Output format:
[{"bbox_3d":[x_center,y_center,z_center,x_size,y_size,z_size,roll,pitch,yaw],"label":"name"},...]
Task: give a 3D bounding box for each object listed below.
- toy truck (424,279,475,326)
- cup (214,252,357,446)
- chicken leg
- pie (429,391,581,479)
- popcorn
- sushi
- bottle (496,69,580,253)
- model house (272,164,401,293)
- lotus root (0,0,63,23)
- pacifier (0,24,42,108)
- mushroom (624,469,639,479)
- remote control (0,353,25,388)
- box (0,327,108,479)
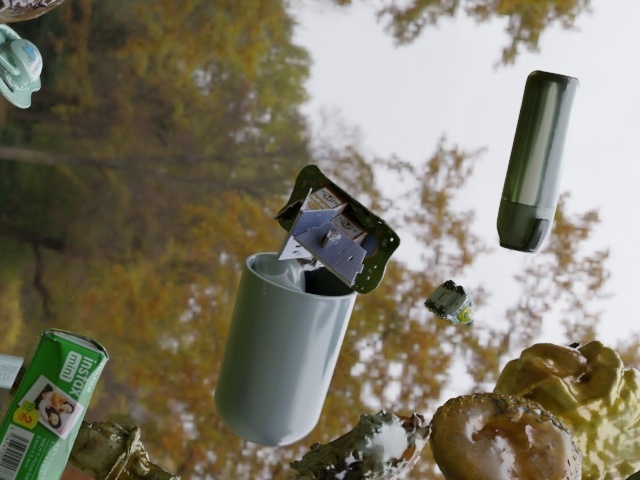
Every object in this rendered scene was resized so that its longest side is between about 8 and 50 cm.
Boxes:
[{"bbox_3d":[0.258,0.131,2.343,0.076,0.077,0.111,-44,-154,-6],"label":"toy truck"},{"bbox_3d":[-0.071,0.195,2.162,0.205,0.205,0.312,-120,-136,-67],"label":"cup"},{"bbox_3d":[-0.315,0.360,1.990,0.088,0.227,0.103,88,25,-58],"label":"chicken leg"},{"bbox_3d":[0.303,0.350,1.984,0.069,0.273,0.273,114,-22,-46],"label":"pie"},{"bbox_3d":[0.470,0.340,2.343,0.382,0.348,0.349,-112,-148,-64],"label":"popcorn"},{"bbox_3d":[0.040,0.282,1.511,0.097,0.226,0.103,51,-8,51],"label":"sushi"},{"bbox_3d":[0.306,-0.108,1.700,0.096,0.079,0.254,-150,-110,-67],"label":"bottle"},{"bbox_3d":[0.000,0.000,1.501,0.088,0.167,0.117,-31,158,-49],"label":"model house"},{"bbox_3d":[-0.344,-0.345,1.325,0.192,0.272,0.272,49,-41,27],"label":"lotus root"},{"bbox_3d":[-0.465,-0.245,1.745,0.127,0.116,0.150,58,18,-32],"label":"pacifier"},{"bbox_3d":[0.482,0.437,1.639,0.292,0.212,0.217,-12,-155,43],"label":"mushroom"},{"bbox_3d":[-0.497,0.195,1.840,0.018,0.124,0.053,18,-86,58],"label":"remote control"},{"bbox_3d":[-0.381,0.242,1.657,0.250,0.103,0.180,-67,-167,-9],"label":"box"}]
